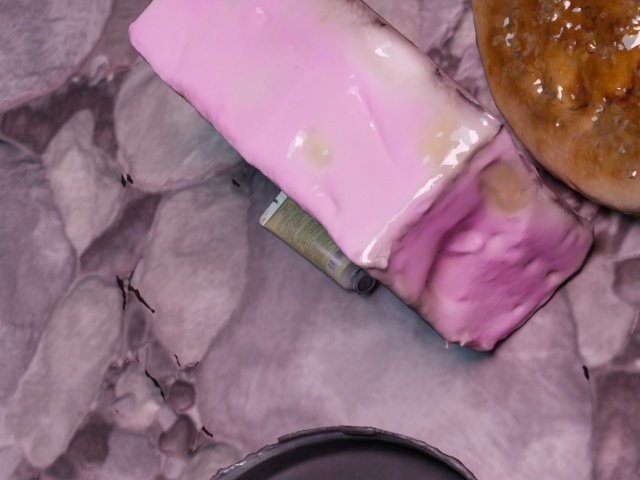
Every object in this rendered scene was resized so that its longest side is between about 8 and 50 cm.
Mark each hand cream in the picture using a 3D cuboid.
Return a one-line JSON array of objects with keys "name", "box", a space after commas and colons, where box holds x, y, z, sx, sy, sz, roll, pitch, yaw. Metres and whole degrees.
[{"name": "hand cream", "box": [0.000, 0.000, 1.168, 0.035, 0.022, 0.102, -52, 46, 4]}]

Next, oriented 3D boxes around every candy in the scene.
[{"name": "candy", "box": [0.022, -0.065, 1.096, 0.116, 0.155, 0.265, -47, 52, 1]}]

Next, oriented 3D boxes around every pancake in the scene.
[{"name": "pancake", "box": [0.187, -0.150, 1.059, 0.282, 0.049, 0.282, -22, 60, 43]}]

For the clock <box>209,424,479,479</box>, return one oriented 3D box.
[{"name": "clock", "box": [0.007, 0.238, 1.034, 0.280, 0.055, 0.281, -14, 62, 28]}]
